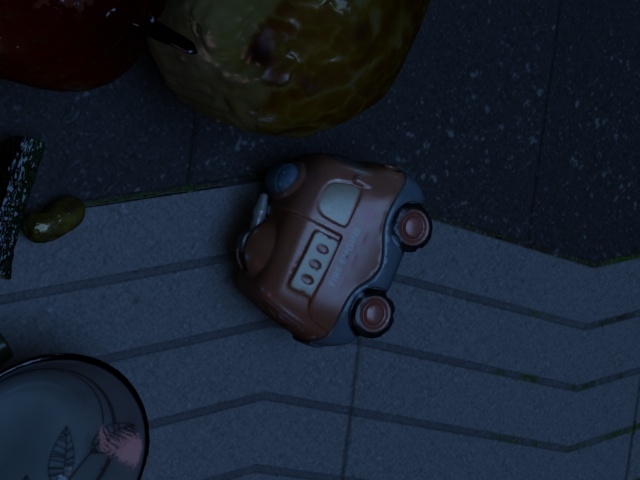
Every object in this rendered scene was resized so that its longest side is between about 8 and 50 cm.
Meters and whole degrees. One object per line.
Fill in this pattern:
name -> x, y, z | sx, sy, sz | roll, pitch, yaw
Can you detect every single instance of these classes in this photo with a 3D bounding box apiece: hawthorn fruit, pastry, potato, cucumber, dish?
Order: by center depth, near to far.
hawthorn fruit -> -0.301, -0.293, 1.562 | 0.369, 0.285, 0.284 | 30, 78, 5
cucumber -> -0.393, -0.041, 1.726 | 0.058, 0.058, 0.187 | 16, 89, -37
pastry -> -0.031, -0.312, 1.750 | 0.389, 0.313, 0.388 | -21, 116, -52
dish -> -0.377, 0.268, 1.753 | 0.316, 0.106, 0.316 | -18, 122, -30
potato -> -0.344, -0.024, 1.773 | 0.092, 0.046, 0.045 | -33, 74, -35

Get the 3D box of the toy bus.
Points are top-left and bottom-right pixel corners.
toy bus -> 0.000, 0.000, 1.951 | 0.232, 0.194, 0.287 | 26, 84, -24

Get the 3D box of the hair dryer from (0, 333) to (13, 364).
hair dryer -> -0.418, 0.188, 1.772 | 0.071, 0.047, 0.150 | -34, 128, -22
